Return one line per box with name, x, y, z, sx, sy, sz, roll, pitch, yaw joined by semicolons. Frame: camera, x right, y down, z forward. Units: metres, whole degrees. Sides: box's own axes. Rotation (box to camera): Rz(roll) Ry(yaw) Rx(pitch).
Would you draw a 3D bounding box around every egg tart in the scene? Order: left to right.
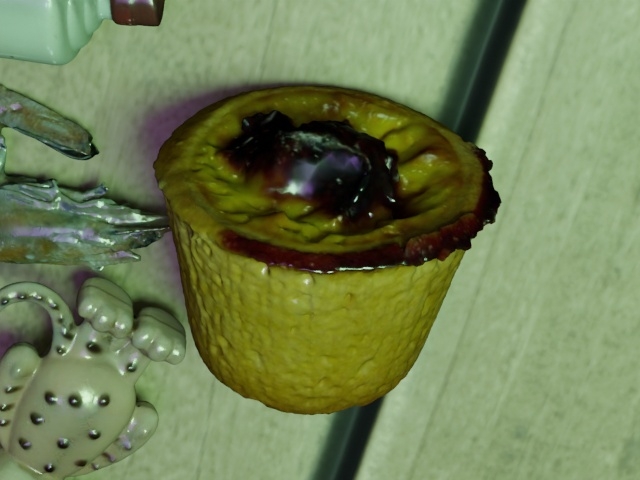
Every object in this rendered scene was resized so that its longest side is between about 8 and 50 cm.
egg tart;0.000;0.000;0.819;0.215;0.215;0.171;6;126;0

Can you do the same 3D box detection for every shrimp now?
shrimp;-0.196;-0.042;0.889;0.223;0.047;0.126;6;100;2

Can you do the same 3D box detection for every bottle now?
bottle;-0.220;-0.169;0.808;0.245;0.104;0.104;8;110;0

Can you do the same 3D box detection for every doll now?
doll;-0.207;0.152;0.921;0.154;0.119;0.278;22;108;-18
